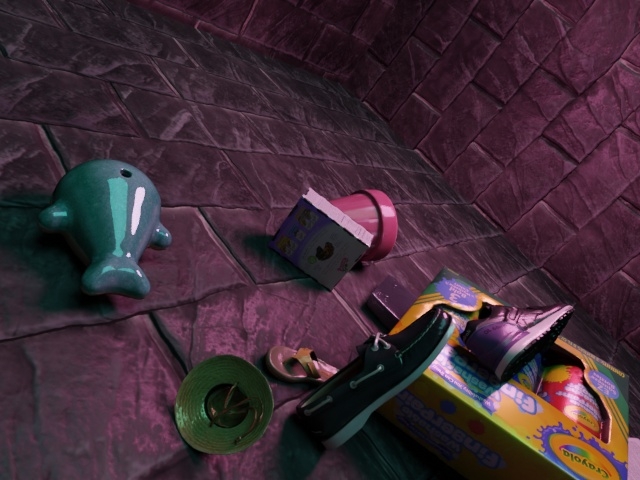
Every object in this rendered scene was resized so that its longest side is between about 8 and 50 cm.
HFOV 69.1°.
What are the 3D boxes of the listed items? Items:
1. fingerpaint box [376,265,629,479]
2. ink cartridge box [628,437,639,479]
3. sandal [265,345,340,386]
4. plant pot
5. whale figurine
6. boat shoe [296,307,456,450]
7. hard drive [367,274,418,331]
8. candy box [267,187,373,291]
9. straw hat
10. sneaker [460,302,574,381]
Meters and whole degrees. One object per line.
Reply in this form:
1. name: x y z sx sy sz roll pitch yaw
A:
1. fingerpaint box: 0.353 0.288 0.932 0.445 0.163 0.371 33 35 19
2. ink cartridge box: 0.703 0.599 1.043 0.395 0.151 0.270 17 32 -32
3. sandal: -0.019 0.231 0.859 0.180 0.049 0.072 25 29 -23
4. plant pot: 0.078 -0.039 1.268 0.180 0.201 0.201 -3 46 -31
5. whale figurine: -0.343 -0.030 0.773 0.216 0.141 0.272 14 36 -39
6. boat shoe: 0.088 0.207 0.754 0.091 0.302 0.114 45 0 2
7. hard drive: 0.240 0.210 1.201 0.255 0.054 0.172 42 27 9
8. candy box: 0.000 0.000 1.116 0.196 0.165 0.070 37 29 -4
9. straw hat: -0.134 0.244 0.681 0.144 0.144 0.061 52 -11 26
10. sneaker: 0.382 0.156 0.899 0.283 0.107 0.124 -12 39 -41
